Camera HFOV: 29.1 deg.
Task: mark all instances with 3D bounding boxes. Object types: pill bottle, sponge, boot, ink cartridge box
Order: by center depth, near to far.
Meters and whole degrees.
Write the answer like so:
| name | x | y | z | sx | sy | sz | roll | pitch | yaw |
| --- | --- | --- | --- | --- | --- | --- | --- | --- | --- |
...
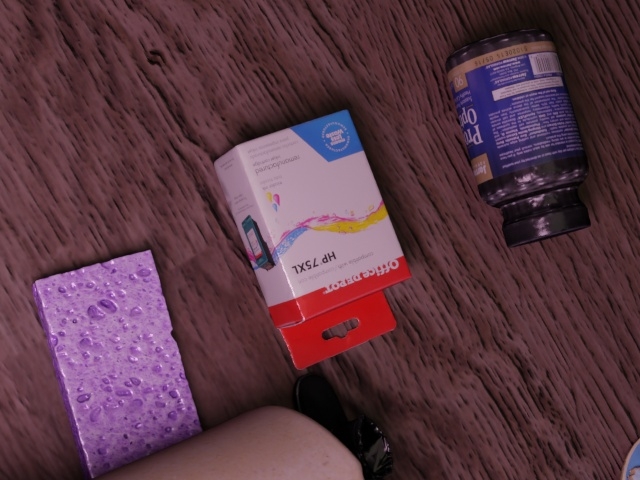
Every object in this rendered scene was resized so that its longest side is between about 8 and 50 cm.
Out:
| name | x | y | z | sx | sy | sz | roll | pitch | yaw |
| --- | --- | --- | --- | --- | --- | --- | --- | --- | --- |
| sponge | -0.188 | 0.125 | 1.165 | 0.117 | 0.031 | 0.210 | -15 | 86 | -25 |
| boot | 0.022 | 0.184 | 1.207 | 0.045 | 0.099 | 0.121 | -17 | 87 | -27 |
| ink cartridge box | 0.000 | 0.000 | 1.245 | 0.134 | 0.078 | 0.231 | -21 | 89 | -25 |
| pill bottle | 0.220 | -0.109 | 1.338 | 0.123 | 0.123 | 0.219 | -12 | 84 | -25 |

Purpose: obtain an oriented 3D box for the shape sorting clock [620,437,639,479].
| name | x | y | z | sx | sy | sz | roll | pitch | yaw |
| --- | --- | --- | --- | --- | --- | --- | --- | --- | --- |
| shape sorting clock | 0.426 | 0.298 | 1.369 | 0.206 | 0.040 | 0.206 | 11 | 52 | -15 |

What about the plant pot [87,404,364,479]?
| name | x | y | z | sx | sy | sz | roll | pitch | yaw |
| --- | --- | --- | --- | --- | --- | --- | --- | --- | --- |
| plant pot | -0.107 | 0.301 | 1.031 | 0.305 | 0.334 | 0.334 | -28 | 92 | -36 |
